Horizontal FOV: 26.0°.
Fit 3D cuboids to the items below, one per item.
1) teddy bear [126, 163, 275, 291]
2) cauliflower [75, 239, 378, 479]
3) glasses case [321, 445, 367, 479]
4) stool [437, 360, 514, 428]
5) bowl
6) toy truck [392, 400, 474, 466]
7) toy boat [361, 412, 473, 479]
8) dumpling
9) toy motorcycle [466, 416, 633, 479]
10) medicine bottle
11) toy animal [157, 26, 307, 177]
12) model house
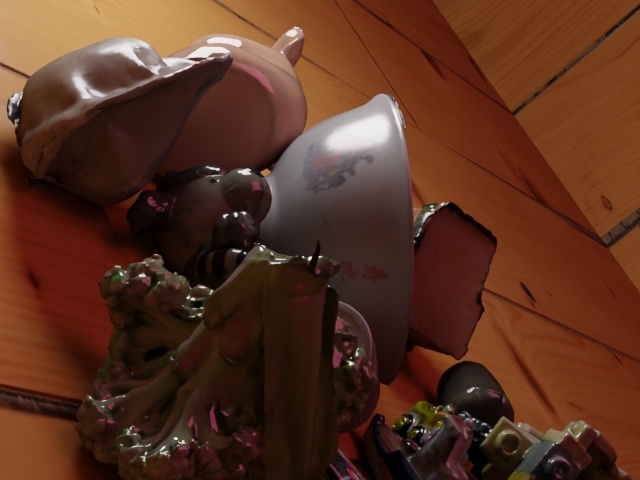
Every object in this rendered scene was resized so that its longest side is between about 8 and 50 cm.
[{"bbox_3d":[-0.108,-0.001,1.450,0.251,0.144,0.171,55,19,17],"label":"teddy bear"},{"bbox_3d":[-0.062,0.095,1.150,0.256,0.315,0.239,11,36,-22],"label":"cauliflower"},{"bbox_3d":[0.007,0.241,1.307,0.327,0.076,0.125,50,0,14],"label":"glasses case"},{"bbox_3d":[0.202,0.217,1.837,0.096,0.096,0.110,42,14,-23],"label":"stool"},{"bbox_3d":[0.000,0.000,1.602,0.157,0.345,0.345,-2,35,-9],"label":"bowl"},{"bbox_3d":[0.142,0.230,1.651,0.076,0.077,0.111,45,-10,-21],"label":"toy truck"},{"bbox_3d":[0.145,0.284,1.521,0.114,0.115,0.262,18,36,-58],"label":"toy boat"},{"bbox_3d":[-0.208,-0.146,1.421,0.163,0.204,0.293,36,21,11],"label":"dumpling"},{"bbox_3d":[0.337,0.358,1.700,0.410,0.168,0.237,41,-15,-6],"label":"toy motorcycle"},{"bbox_3d":[0.008,0.134,1.432,0.105,0.105,0.168,57,-8,21],"label":"medicine bottle"},{"bbox_3d":[-0.123,-0.158,1.705,0.213,0.195,0.256,7,16,-1],"label":"toy animal"},{"bbox_3d":[0.120,0.043,1.882,0.166,0.183,0.172,35,-16,-33],"label":"model house"}]
